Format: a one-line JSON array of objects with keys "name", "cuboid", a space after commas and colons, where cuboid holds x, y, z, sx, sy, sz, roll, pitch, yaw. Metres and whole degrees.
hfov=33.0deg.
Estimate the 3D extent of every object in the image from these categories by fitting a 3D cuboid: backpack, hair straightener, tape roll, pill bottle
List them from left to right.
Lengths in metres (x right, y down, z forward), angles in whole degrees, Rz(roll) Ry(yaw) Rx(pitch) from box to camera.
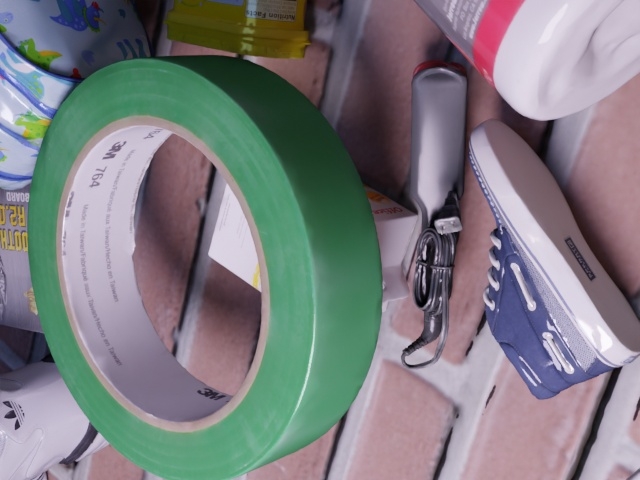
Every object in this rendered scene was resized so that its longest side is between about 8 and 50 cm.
[{"name": "backpack", "cuboid": [-0.303, -0.221, 0.947, 0.273, 0.290, 0.356, -8, 92, 24]}, {"name": "tape roll", "cuboid": [-0.100, 0.020, 0.825, 0.321, 0.077, 0.321, 10, 106, 40]}, {"name": "hair straightener", "cuboid": [0.077, -0.011, 0.779, 0.047, 0.089, 0.231, 7, 104, 5]}, {"name": "pill bottle", "cuboid": [0.092, -0.242, 0.667, 0.318, 0.176, 0.176, 52, 127, 21]}]

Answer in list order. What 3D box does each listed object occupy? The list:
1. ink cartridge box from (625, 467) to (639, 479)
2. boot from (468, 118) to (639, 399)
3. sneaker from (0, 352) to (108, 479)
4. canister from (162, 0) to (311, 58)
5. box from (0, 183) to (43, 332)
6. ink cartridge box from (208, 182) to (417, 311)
[{"name": "ink cartridge box", "cuboid": [0.340, 0.186, 0.563, 0.306, 0.131, 0.226, 53, 127, 22]}, {"name": "boot", "cuboid": [0.136, 0.015, 0.746, 0.086, 0.069, 0.190, -37, 76, 36]}, {"name": "sneaker", "cuboid": [-0.374, 0.226, 1.131, 0.366, 0.210, 0.137, -36, 74, 39]}, {"name": "canister", "cuboid": [-0.060, -0.240, 0.869, 0.126, 0.073, 0.170, 18, 108, 37]}, {"name": "box", "cuboid": [-0.295, 0.000, 1.125, 0.231, 0.056, 0.183, 5, 101, 40]}, {"name": "ink cartridge box", "cuboid": [0.000, 0.000, 0.847, 0.143, 0.092, 0.090, 32, 117, 32]}]
